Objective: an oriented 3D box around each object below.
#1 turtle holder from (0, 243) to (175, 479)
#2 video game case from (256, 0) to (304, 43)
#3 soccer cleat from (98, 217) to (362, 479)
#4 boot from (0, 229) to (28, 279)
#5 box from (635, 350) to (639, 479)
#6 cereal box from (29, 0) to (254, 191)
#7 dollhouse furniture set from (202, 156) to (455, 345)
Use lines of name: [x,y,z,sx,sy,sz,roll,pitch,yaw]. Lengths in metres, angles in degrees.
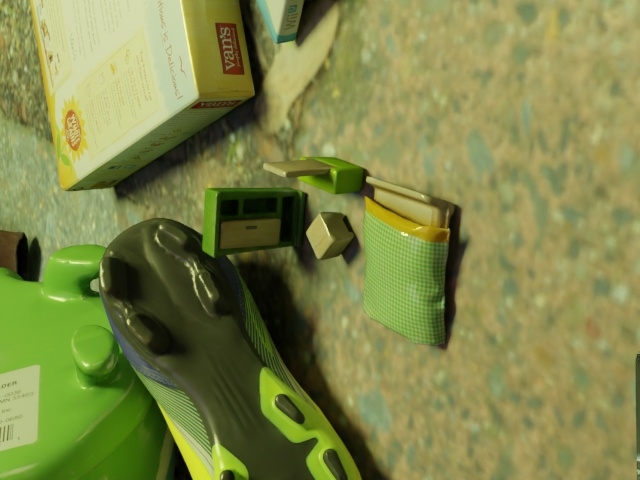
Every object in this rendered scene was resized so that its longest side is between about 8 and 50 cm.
turtle holder: [-0.234,0.148,0.768,0.320,0.243,0.227,20,130,46]
video game case: [-0.027,-0.200,0.564,0.166,0.015,0.119,109,142,-61]
soccer cleat: [-0.039,0.116,0.631,0.289,0.093,0.121,61,178,18]
boot: [-0.395,0.069,1.029,0.090,0.207,0.248,-81,8,-59]
box: [0.147,0.084,0.391,0.067,0.018,0.083,6,100,55]
cereal box: [-0.132,-0.144,0.743,0.240,0.047,0.173,-19,79,55]
dollhouse furniture set: [0.000,0.000,0.559,0.151,0.058,0.076,24,115,52]
